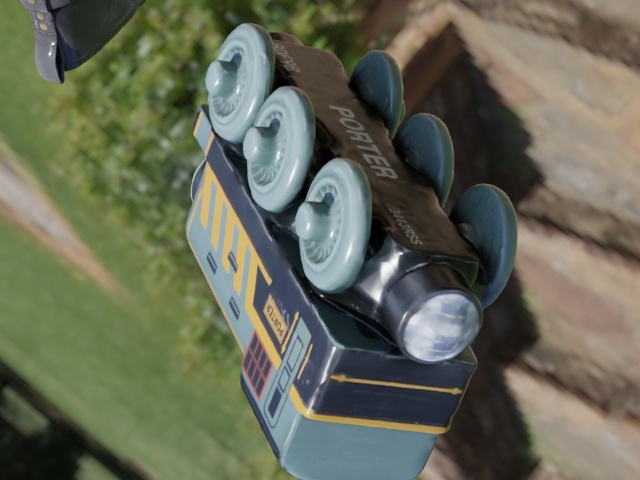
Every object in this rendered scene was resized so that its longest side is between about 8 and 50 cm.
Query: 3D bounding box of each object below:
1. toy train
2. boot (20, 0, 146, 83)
[{"bbox_3d":[0.000,0.000,1.214,0.142,0.190,0.334,9,-152,-28],"label":"toy train"},{"bbox_3d":[-0.165,-0.273,1.407,0.091,0.263,0.229,20,154,32],"label":"boot"}]
